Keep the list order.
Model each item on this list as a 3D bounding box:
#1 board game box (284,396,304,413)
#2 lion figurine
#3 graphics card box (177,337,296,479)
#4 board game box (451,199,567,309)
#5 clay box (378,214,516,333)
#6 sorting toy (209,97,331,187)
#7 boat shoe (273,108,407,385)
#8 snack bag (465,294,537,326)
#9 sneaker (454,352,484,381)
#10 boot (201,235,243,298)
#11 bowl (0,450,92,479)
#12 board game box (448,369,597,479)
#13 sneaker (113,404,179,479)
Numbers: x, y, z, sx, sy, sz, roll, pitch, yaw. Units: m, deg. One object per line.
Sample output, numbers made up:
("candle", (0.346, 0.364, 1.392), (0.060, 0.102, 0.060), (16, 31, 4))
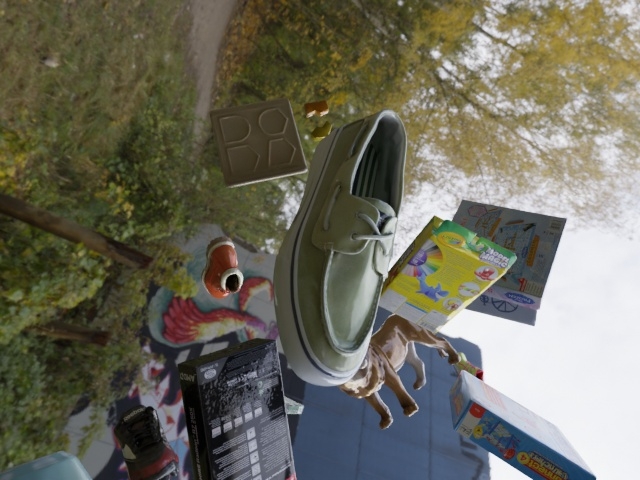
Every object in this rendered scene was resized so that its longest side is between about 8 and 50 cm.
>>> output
("board game box", (-0.188, 0.464, 1.300), (0.259, 0.136, 0.030), (11, -105, 36))
("lion figurine", (0.155, 0.252, 0.977), (0.142, 0.240, 0.392), (-42, 166, 34))
("graphics card box", (-0.190, 0.439, 1.009), (0.094, 0.232, 0.371), (-7, -88, 45))
("board game box", (0.531, 0.026, 1.292), (0.319, 0.318, 0.066), (-53, 143, -31))
("clay box", (0.193, 0.053, 0.690), (0.222, 0.127, 0.053), (-59, -174, 43))
("sorting toy", (-0.115, -0.265, 1.116), (0.041, 0.307, 0.229), (111, -35, -73))
("boat shoe", (0.028, -0.013, 0.430), (0.094, 0.109, 0.302), (-30, -135, 48))
("snack bag", (0.600, 0.097, 1.493), (0.323, 0.037, 0.343), (11, -80, 38))
("sneaker", (0.577, 0.507, 1.635), (0.094, 0.081, 0.208), (-41, -152, 22))
("boot", (-0.176, 0.074, 0.778), (0.085, 0.059, 0.158), (58, -30, 29))
("bowl", (-0.654, 0.582, 0.946), (0.311, 0.311, 0.163), (-43, -117, 55))
("board game box", (0.498, 0.491, 1.120), (0.086, 0.302, 0.308), (-62, 165, 4))
("sneaker", (-0.379, 0.430, 0.914), (0.097, 0.135, 0.276), (-21, -173, -30))
